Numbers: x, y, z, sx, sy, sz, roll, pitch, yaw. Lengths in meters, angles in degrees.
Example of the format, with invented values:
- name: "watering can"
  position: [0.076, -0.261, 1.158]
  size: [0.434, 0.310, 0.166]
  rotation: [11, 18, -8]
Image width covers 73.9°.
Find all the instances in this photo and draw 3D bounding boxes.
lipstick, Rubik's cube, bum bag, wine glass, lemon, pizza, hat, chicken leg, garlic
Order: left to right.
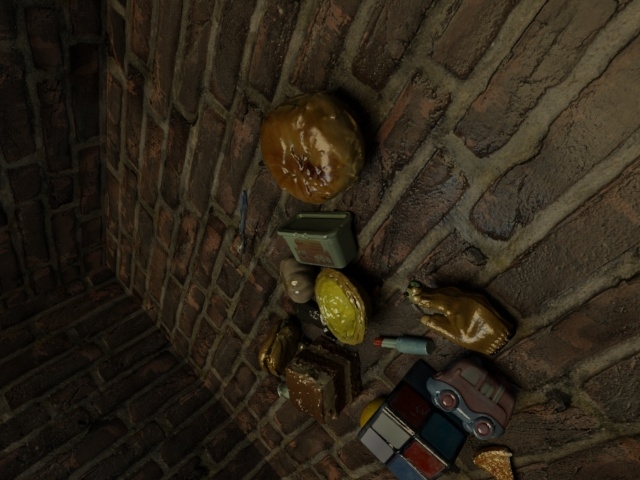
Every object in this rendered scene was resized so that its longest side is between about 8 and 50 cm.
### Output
- name: "wine glass"
  position: [-0.162, 0.848, 2.438]
  size: [0.204, 0.111, 0.111]
  rotation: [-32, 90, 50]
- name: "garlic"
  position: [-0.093, 0.173, 1.920]
  size: [0.228, 0.152, 0.227]
  rotation: [158, 90, -80]
- name: "chicken leg"
  position: [-0.075, 0.598, 2.235]
  size: [0.069, 0.085, 0.197]
  rotation: [-116, 19, -47]
- name: "bum bag"
  position: [-0.010, 0.377, 2.025]
  size: [0.327, 0.080, 0.142]
  rotation: [20, 123, 35]
- name: "lemon"
  position: [0.278, 0.824, 1.953]
  size: [0.187, 0.187, 0.244]
  rotation: [36, 103, 22]
- name: "lipstick"
  position: [0.328, 0.425, 1.744]
  size: [0.274, 0.061, 0.068]
  rotation: [-6, 112, 46]
- name: "hat"
  position: [0.353, 0.200, 1.586]
  size: [0.077, 0.059, 0.076]
  rotation: [31, 137, 21]
- name: "Rubik's cube"
  position: [0.387, 0.731, 1.689]
  size: [0.316, 0.318, 0.313]
  rotation: [38, 134, 19]
- name: "pizza"
  position: [0.713, 0.901, 1.680]
  size: [0.195, 0.052, 0.185]
  rotation: [55, 132, 9]

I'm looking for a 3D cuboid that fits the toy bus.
- name: "toy bus"
  position: [0.539, 0.539, 1.503]
  size: [0.294, 0.231, 0.197]
  rotation: [37, 171, 19]

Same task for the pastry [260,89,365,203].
- name: "pastry"
  position: [-0.020, -0.325, 1.474]
  size: [0.410, 0.245, 0.409]
  rotation: [23, 131, 30]

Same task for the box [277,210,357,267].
- name: "box"
  position: [0.000, 0.000, 1.729]
  size: [0.312, 0.175, 0.182]
  rotation: [4, 126, 42]

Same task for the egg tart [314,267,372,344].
- name: "egg tart"
  position: [0.109, 0.258, 1.760]
  size: [0.345, 0.133, 0.345]
  rotation: [40, 142, 42]

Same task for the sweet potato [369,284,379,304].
- name: "sweet potato"
  position: [0.209, 0.242, 1.760]
  size: [0.044, 0.044, 0.179]
  rotation: [41, 138, 18]

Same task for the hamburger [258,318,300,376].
- name: "hamburger"
  position: [-0.208, 0.543, 2.172]
  size: [0.145, 0.283, 0.259]
  rotation: [17, 147, 24]

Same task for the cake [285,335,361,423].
- name: "cake"
  position: [0.014, 0.658, 2.026]
  size: [0.256, 0.290, 0.281]
  rotation: [14, 120, 37]

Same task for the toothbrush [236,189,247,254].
- name: "toothbrush"
  position: [-0.395, -0.082, 2.141]
  size: [0.042, 0.035, 0.413]
  rotation: [36, 135, 26]

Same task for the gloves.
- name: "gloves"
  position: [0.468, 0.249, 1.432]
  size: [0.357, 0.155, 0.203]
  rotation: [26, 139, 10]
